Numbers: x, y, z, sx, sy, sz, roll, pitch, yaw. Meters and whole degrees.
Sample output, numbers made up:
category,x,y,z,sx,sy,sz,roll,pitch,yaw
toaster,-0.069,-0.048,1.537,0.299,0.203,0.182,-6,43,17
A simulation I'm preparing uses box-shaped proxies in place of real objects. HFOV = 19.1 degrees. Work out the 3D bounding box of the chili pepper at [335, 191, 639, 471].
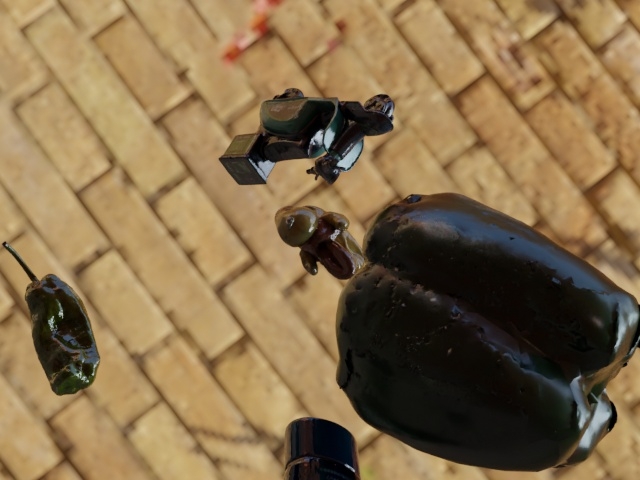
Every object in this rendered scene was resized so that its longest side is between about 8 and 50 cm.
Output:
category,x,y,z,sx,sy,sz,roll,pitch,yaw
chili pepper,0.154,0.090,1.708,0.256,0.233,0.248,20,9,23

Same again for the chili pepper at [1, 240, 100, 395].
category,x,y,z,sx,sy,sz,roll,pitch,yaw
chili pepper,-0.310,0.091,2.234,0.073,0.072,0.204,86,-16,-59

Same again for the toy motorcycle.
category,x,y,z,sx,sy,sz,roll,pitch,yaw
toy motorcycle,-0.006,-0.097,1.790,0.173,0.100,0.058,1,-40,42

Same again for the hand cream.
category,x,y,z,sx,sy,sz,roll,pitch,yaw
hand cream,0.009,0.285,1.646,0.120,0.061,0.270,44,31,-45

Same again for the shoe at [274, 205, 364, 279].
category,x,y,z,sx,sy,sz,roll,pitch,yaw
shoe,0.004,-0.001,2.075,0.109,0.072,0.069,54,11,-10
